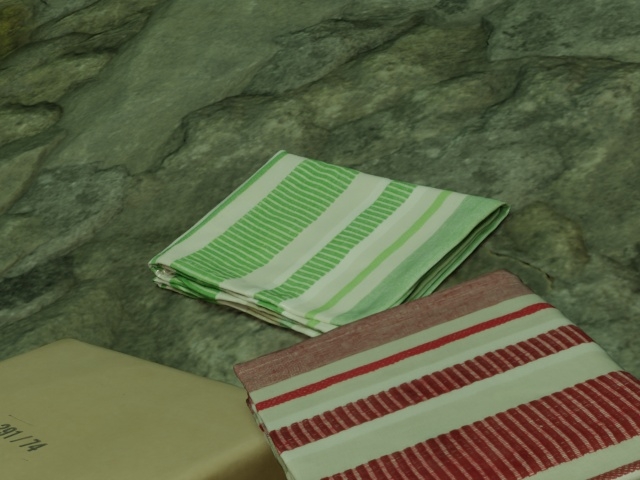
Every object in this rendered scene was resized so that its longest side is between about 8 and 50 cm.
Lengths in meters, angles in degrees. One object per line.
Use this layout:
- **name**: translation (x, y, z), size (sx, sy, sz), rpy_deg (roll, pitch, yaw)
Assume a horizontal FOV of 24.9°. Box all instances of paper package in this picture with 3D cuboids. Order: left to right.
- **paper package**: translation (-0.202, 0.218, 1.135), size (0.325, 0.168, 0.309), rpy_deg (10, 23, 41)

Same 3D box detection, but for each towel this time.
- **towel**: translation (0.000, 0.000, 1.535), size (0.325, 0.038, 0.248), rpy_deg (15, 46, 42)
- **towel**: translation (0.085, 0.119, 0.981), size (0.237, 0.037, 0.329), rpy_deg (-20, 21, -8)
